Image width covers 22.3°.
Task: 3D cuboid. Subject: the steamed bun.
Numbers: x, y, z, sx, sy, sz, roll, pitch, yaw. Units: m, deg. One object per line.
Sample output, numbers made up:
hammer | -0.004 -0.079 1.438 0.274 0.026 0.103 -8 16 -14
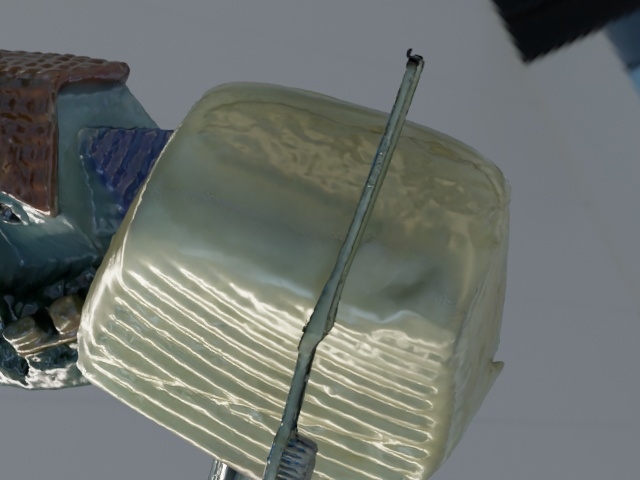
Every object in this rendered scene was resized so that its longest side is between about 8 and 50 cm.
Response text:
steamed bun | 0.000 0.000 1.159 0.290 0.273 0.272 18 -131 -6

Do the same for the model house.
model house | -0.275 -0.064 1.373 0.251 0.295 0.329 -60 -38 -30

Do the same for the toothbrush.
toothbrush | 0.011 0.026 0.972 0.028 0.294 0.026 18 -167 14

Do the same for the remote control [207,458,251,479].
remote control | -0.066 0.180 1.352 0.045 0.256 0.097 17 -172 -8
